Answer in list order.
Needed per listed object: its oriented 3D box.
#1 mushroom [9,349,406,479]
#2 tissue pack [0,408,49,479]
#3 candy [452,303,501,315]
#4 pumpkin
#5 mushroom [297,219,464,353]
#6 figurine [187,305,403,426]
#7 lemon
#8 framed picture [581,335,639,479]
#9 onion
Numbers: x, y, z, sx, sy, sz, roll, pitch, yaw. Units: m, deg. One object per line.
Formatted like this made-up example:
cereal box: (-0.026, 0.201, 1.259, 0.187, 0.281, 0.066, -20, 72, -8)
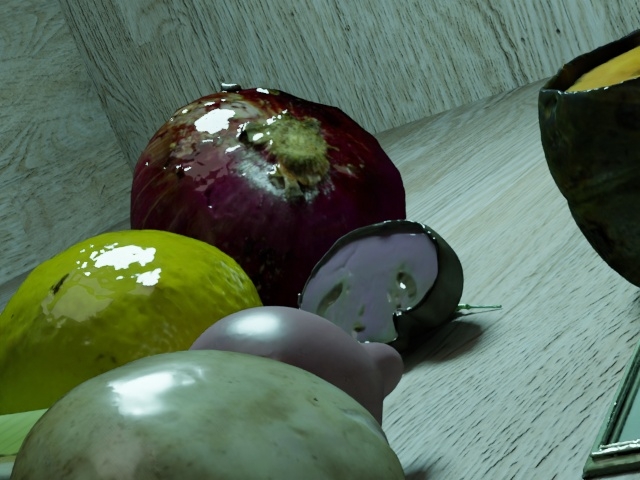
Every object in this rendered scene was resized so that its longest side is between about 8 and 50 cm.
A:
mushroom: (-0.063, 0.164, 0.698, 0.254, 0.184, 0.255, 2, 25, -1)
tissue pack: (-0.208, 0.216, 0.855, 0.234, 0.159, 0.125, -14, 14, 42)
candy: (0.159, 0.069, 1.247, 0.083, 0.023, 0.025, -5, 4, 41)
pumpkin: (0.347, -0.097, 1.060, 0.303, 0.226, 0.256, -23, 7, -19)
mushroom: (0.077, 0.056, 1.228, 0.117, 0.141, 0.188, 15, -23, -42)
figurine: (-0.033, 0.133, 0.906, 0.173, 0.173, 0.173, -22, 10, 4)
lemon: (-0.174, 0.117, 1.065, 0.284, 0.261, 0.260, -29, 12, -34)
framed picture: (0.324, 0.075, 0.842, 0.231, 0.018, 0.293, -17, 11, 29)
onion: (-0.080, -0.001, 1.477, 0.347, 0.348, 0.385, -30, -23, -38)
